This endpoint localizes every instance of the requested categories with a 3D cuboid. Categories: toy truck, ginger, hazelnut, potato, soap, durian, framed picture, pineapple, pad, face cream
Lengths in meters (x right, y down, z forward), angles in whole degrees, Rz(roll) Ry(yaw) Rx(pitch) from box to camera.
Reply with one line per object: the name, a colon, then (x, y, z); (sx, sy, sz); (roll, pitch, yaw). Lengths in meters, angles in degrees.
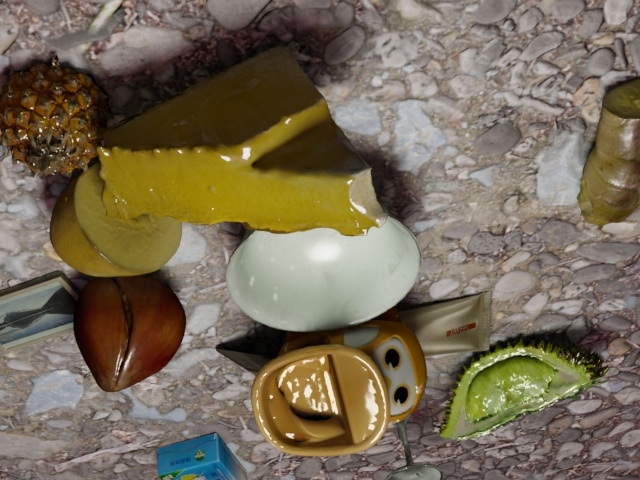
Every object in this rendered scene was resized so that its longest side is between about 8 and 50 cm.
toy truck: (0.038, 0.242, 1.871); (0.288, 0.211, 0.204); (-12, 101, 11)
ginger: (0.483, -0.131, 1.722); (0.109, 0.116, 0.263); (-38, 145, -31)
hazelnut: (-0.326, 0.161, 1.824); (0.208, 0.208, 0.208); (-5, 139, -5)
potato: (-0.339, -0.018, 1.661); (0.158, 0.178, 0.203); (-19, 173, 34)
soap: (-0.126, -0.073, 1.460); (0.339, 0.304, 0.169); (-28, 136, -5)
durian: (0.397, 0.296, 2.141); (0.352, 0.169, 0.158); (-23, 137, 12)
framed picture: (-0.506, 0.129, 1.896); (0.203, 0.015, 0.150); (-18, 139, 10)
pineapple: (-0.374, -0.146, 1.512); (0.161, 0.137, 0.176); (-13, 140, 4)
pad: (-0.141, 0.285, 2.117); (0.323, 0.055, 0.250); (-18, 141, 34)
face cream: (0.156, 0.177, 2.036); (0.341, 0.084, 0.137); (-9, 121, -8)

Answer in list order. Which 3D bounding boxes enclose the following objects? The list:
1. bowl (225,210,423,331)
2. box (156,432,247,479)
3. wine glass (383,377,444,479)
bowl: (0.000, 0.000, 1.745); (0.313, 0.146, 0.313); (-5, 140, -4)
box: (-0.251, 0.503, 2.331); (0.139, 0.073, 0.194); (-17, 139, 8)
wine glass: (0.163, 0.378, 2.144); (0.156, 0.232, 0.156); (-6, 139, -5)
